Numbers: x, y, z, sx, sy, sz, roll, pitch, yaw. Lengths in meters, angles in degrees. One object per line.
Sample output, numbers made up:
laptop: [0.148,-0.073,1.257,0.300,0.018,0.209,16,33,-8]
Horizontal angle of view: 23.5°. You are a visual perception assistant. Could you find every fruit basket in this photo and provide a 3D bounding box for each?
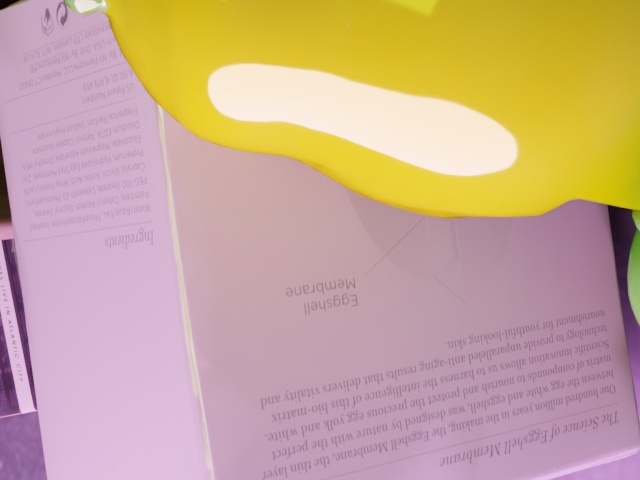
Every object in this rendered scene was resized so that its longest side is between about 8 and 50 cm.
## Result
fruit basket: [0.118,-0.088,0.529,0.392,0.283,0.392,2,97,17]

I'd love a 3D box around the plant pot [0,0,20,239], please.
plant pot: [-0.175,-0.209,0.740,0.280,0.323,0.323,45,118,41]

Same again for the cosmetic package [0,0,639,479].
cosmetic package: [0.000,0.000,0.647,0.138,0.224,0.225,-9,89,53]

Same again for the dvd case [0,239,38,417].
dvd case: [-0.259,0.039,0.967,0.221,0.018,0.165,-14,86,35]
